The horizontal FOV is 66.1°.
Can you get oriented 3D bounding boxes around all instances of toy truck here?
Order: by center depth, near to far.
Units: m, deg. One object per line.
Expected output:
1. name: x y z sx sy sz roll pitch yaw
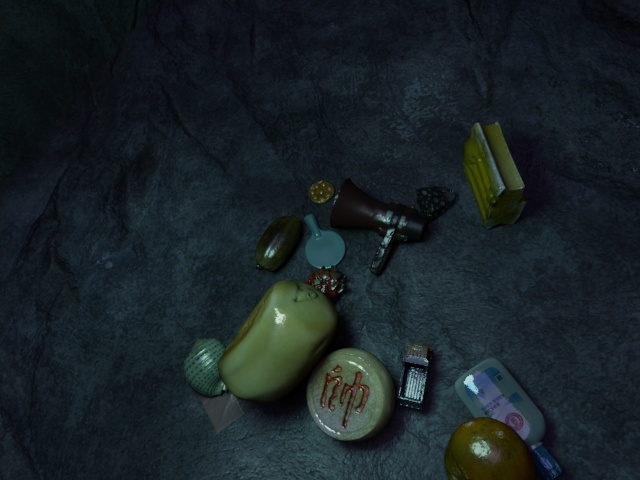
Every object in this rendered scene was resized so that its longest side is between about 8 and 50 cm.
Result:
1. toy truck: 0.287 0.408 1.487 0.083 0.092 0.192 7 64 22

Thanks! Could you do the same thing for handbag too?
1. handbag: 0.425 -0.145 1.773 0.139 0.072 0.115 -17 56 -7

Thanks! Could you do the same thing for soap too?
1. soap: 0.577 -0.218 1.649 0.143 0.259 0.281 -10 62 5

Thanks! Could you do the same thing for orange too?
1. orange: 0.429 0.581 1.265 0.240 0.171 0.240 11 106 43

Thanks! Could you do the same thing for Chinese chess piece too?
1. Chinese chess piece: 0.091 0.458 1.468 0.270 0.112 0.270 -5 79 24

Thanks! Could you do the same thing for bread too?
1. bread: -0.120 0.307 1.520 0.253 0.348 0.376 34 97 -5
2. bread: 0.003 -0.192 1.950 0.110 0.024 0.110 -7 60 12

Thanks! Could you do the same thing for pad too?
1. pad: -0.344 0.541 1.665 0.113 0.006 0.188 -35 58 -4

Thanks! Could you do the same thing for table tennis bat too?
1. table tennis bat: 0.000 0.000 1.839 0.153 0.040 0.244 -27 61 0

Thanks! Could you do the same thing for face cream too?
1. face cream: 0.530 0.500 1.365 0.163 0.080 0.337 -34 57 1

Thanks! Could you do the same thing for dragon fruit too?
1. dragon fruit: 0.014 0.151 1.705 0.142 0.121 0.130 -14 79 -23

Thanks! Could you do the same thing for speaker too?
1. speaker: 0.188 -0.051 1.729 0.329 0.198 0.259 26 59 19

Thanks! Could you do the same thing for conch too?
1. conch: -0.389 0.424 1.666 0.172 0.131 0.200 -30 53 -5

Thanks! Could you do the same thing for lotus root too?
1. lotus root: -0.157 0.009 1.833 0.124 0.123 0.241 25 74 18
